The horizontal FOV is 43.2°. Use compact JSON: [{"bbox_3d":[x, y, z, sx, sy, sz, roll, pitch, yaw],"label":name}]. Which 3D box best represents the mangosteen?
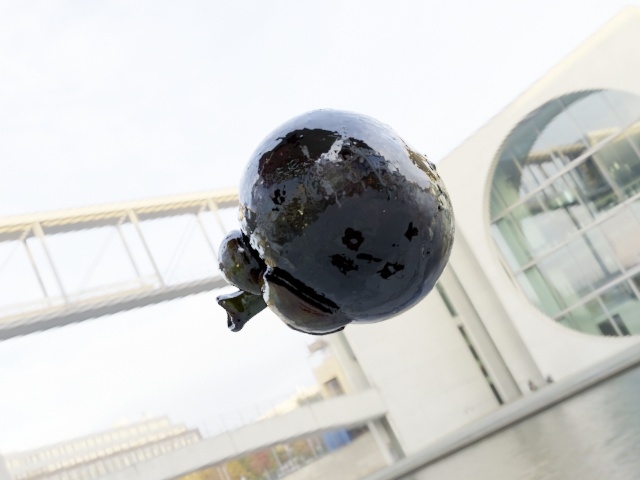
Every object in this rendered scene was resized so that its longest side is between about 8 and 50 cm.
[{"bbox_3d":[0.000,0.000,0.752,0.250,0.211,0.211,-43,-18,14],"label":"mangosteen"}]
